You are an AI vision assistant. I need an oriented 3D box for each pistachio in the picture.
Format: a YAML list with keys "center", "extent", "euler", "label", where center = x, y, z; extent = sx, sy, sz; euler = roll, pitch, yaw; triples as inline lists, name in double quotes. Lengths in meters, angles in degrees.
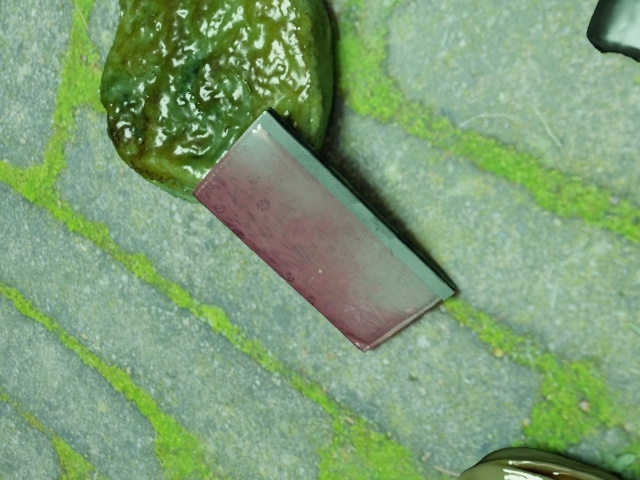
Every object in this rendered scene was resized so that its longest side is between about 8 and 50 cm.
- center: [0.190, 0.223, 0.505]
  extent: [0.149, 0.113, 0.113]
  euler: [-8, 96, 29]
  label: "pistachio"

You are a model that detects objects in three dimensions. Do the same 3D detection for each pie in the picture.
- center: [-0.107, -0.166, 0.602]
  extent: [0.277, 0.078, 0.276]
  euler: [6, 104, 26]
  label: "pie"

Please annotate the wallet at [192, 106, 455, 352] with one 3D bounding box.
- center: [0.000, 0.000, 0.564]
  extent: [0.232, 0.025, 0.119]
  euler: [44, 119, -10]
  label: "wallet"

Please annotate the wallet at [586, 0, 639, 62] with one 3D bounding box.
- center: [0.305, -0.258, 0.374]
  extent: [0.170, 0.044, 0.321]
  euler: [23, 111, 21]
  label: "wallet"
